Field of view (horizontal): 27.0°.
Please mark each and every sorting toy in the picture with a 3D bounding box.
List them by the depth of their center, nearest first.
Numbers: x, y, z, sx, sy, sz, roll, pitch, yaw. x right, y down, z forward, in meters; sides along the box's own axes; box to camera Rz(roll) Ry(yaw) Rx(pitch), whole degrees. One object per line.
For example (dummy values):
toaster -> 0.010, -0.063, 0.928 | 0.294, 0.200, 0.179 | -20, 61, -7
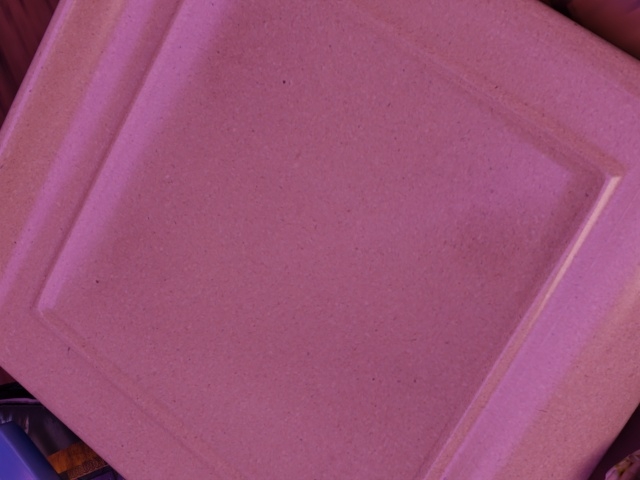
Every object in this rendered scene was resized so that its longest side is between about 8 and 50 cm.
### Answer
sorting toy -> 0.000, 0.000, 0.375 | 0.196, 0.047, 0.348 | 35, 109, 18

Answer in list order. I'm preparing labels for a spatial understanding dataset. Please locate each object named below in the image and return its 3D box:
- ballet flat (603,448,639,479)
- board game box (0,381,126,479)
ballet flat -> 0.121, 0.168, 0.324 | 0.241, 0.091, 0.077 | 61, 150, 11
board game box -> -0.060, 0.143, 0.479 | 0.126, 0.026, 0.186 | -3, 101, 37
